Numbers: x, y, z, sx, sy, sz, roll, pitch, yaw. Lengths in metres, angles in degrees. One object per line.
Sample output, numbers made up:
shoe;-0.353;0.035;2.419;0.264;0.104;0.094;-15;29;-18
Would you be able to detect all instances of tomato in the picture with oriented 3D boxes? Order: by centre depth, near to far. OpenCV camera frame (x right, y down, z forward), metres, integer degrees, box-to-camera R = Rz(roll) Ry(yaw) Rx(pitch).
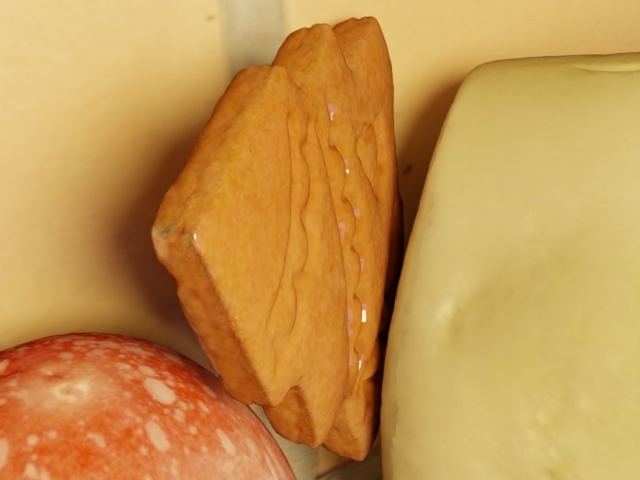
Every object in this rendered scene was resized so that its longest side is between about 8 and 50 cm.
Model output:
tomato;-0.125;0.185;0.466;0.270;0.227;0.270;-12;110;-35

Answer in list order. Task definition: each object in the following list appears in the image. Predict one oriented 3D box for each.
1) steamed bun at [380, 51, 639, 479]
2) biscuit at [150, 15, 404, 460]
steamed bun;0.229;0.110;0.572;0.290;0.371;0.456;-21;113;-54
biscuit;0.000;0.000;0.505;0.306;0.043;0.284;-4;96;-70
